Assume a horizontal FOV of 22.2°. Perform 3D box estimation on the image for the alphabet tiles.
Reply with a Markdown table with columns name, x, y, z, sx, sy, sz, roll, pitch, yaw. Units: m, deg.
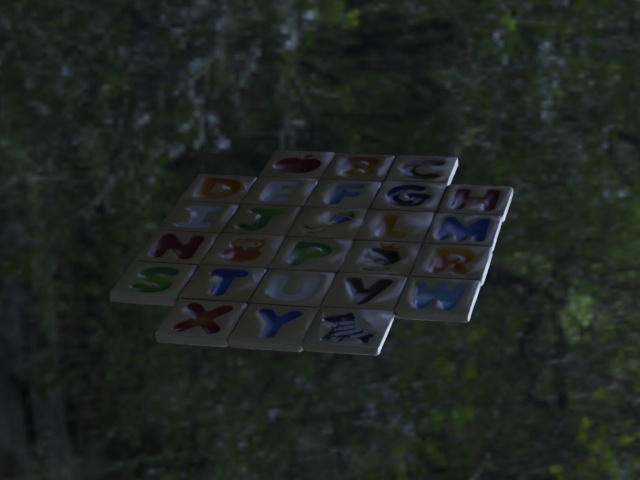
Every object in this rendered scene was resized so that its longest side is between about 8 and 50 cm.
| name | x | y | z | sx | sy | sz | roll | pitch | yaw |
| --- | --- | --- | --- | --- | --- | --- | --- | --- | --- |
| alphabet tiles | 0.000 | 0.000 | 1.332 | 0.285 | 0.342 | 0.011 | 3 | -63 | 14 |
